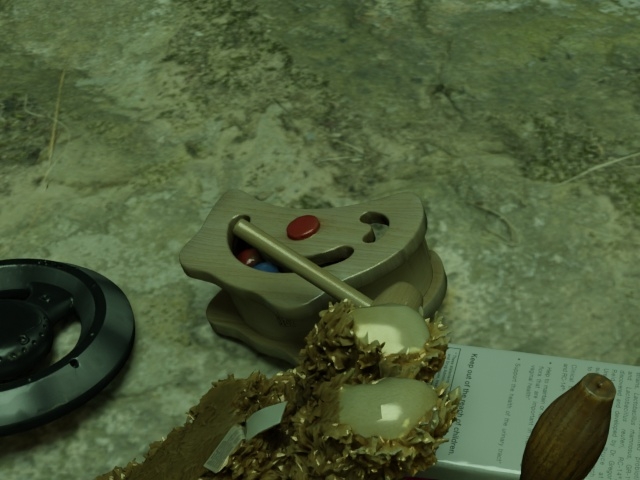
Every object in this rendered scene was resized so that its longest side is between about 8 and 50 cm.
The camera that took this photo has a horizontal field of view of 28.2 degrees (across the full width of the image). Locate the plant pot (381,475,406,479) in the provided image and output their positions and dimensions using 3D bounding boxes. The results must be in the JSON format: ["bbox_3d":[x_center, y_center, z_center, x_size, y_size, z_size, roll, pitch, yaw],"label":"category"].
[{"bbox_3d":[-0.008,0.248,0.766,0.236,0.032,0.236,-43,19,19],"label":"plant pot"}]

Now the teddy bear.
[{"bbox_3d":[-0.043,0.165,0.827,0.338,0.113,0.245,-42,24,2],"label":"teddy bear"}]

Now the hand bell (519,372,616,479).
[{"bbox_3d":[0.117,0.164,0.752,0.126,0.242,0.126,10,40,-9],"label":"hand bell"}]

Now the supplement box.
[{"bbox_3d":[0.162,0.154,0.876,0.220,0.111,0.114,5,43,15],"label":"supplement box"}]

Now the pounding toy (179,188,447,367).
[{"bbox_3d":[0.000,0.000,1.012,0.269,0.155,0.154,19,51,44],"label":"pounding toy"}]

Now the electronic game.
[{"bbox_3d":[-0.271,0.086,1.071,0.229,0.048,0.229,-3,34,2],"label":"electronic game"}]
